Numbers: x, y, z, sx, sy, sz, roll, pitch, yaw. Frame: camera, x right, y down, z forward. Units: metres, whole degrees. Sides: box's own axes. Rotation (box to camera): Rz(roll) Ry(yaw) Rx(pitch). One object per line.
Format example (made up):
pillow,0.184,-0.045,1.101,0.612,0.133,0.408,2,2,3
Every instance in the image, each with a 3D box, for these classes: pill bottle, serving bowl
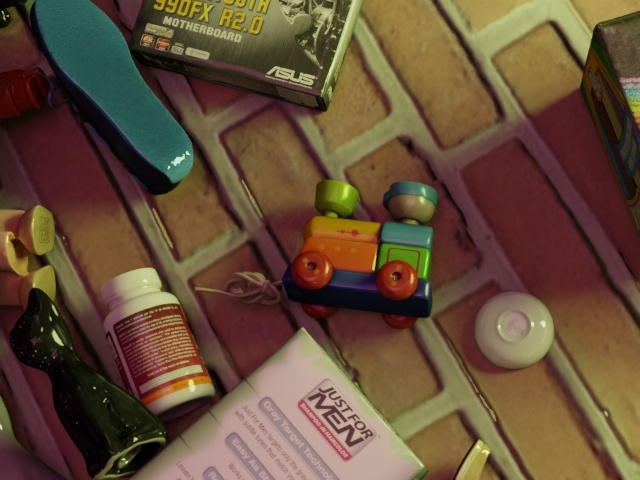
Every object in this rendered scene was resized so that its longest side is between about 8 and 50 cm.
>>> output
pill bottle,-0.175,0.109,1.438,0.086,0.086,0.152,-24,75,1
serving bowl,0.200,0.090,1.424,0.083,0.027,0.083,-1,77,6

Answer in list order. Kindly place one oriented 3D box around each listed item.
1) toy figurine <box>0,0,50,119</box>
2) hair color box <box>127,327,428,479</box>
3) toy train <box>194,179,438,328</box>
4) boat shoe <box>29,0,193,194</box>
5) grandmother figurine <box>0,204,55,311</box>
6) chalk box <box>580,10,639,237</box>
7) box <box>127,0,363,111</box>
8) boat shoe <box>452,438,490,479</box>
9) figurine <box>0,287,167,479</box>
toy figurine,-0.403,-0.235,1.487,0.148,0.209,0.213,-9,78,17
hair color box,-0.092,0.283,1.372,0.374,0.113,0.185,-41,76,-3
toy train,0.000,0.000,1.439,0.248,0.105,0.143,7,67,9
boat shoe,-0.243,-0.154,1.498,0.109,0.089,0.258,-24,76,-31
grandmother figurine,-0.465,0.012,1.490,0.342,0.104,0.208,-1,82,6
chalk box,0.395,-0.083,1.365,0.180,0.179,0.289,-18,76,2
box,-0.075,-0.260,1.529,0.231,0.056,0.183,16,80,11
boat shoe,0.146,0.267,1.381,0.045,0.050,0.135,23,90,9
figurine,-0.285,0.190,1.409,0.209,0.092,0.215,50,116,21
